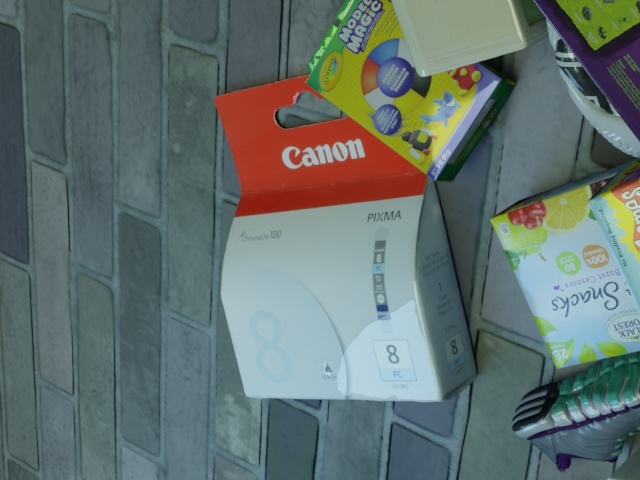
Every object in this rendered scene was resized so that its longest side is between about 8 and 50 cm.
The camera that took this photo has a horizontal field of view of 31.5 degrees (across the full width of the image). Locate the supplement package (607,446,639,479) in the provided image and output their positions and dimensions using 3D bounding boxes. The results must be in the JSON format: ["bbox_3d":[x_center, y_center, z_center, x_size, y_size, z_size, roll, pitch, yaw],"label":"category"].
[{"bbox_3d":[0.387,0.271,1.103,0.179,0.105,0.105,3,108,41],"label":"supplement package"}]

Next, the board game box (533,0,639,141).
[{"bbox_3d":[0.331,-0.158,0.905,0.208,0.056,0.347,-30,110,33],"label":"board game box"}]

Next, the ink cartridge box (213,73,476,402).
[{"bbox_3d":[0.000,0.000,1.343,0.308,0.091,0.384,-5,104,42],"label":"ink cartridge box"}]

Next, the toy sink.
[{"bbox_3d":[0.143,-0.293,1.050,0.131,0.153,0.234,-11,104,42],"label":"toy sink"}]

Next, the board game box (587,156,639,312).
[{"bbox_3d":[0.364,-0.032,0.830,0.275,0.142,0.144,-24,93,32],"label":"board game box"}]

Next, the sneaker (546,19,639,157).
[{"bbox_3d":[0.297,-0.255,0.956,0.210,0.137,0.365,-9,103,41],"label":"sneaker"}]

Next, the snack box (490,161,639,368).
[{"bbox_3d":[0.295,0.019,1.107,0.207,0.070,0.174,-19,97,44],"label":"snack box"}]

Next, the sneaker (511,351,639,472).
[{"bbox_3d":[0.309,0.178,1.171,0.098,0.083,0.224,47,137,-14],"label":"sneaker"}]

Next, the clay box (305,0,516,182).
[{"bbox_3d":[0.082,-0.175,1.207,0.222,0.053,0.127,39,108,22],"label":"clay box"}]
